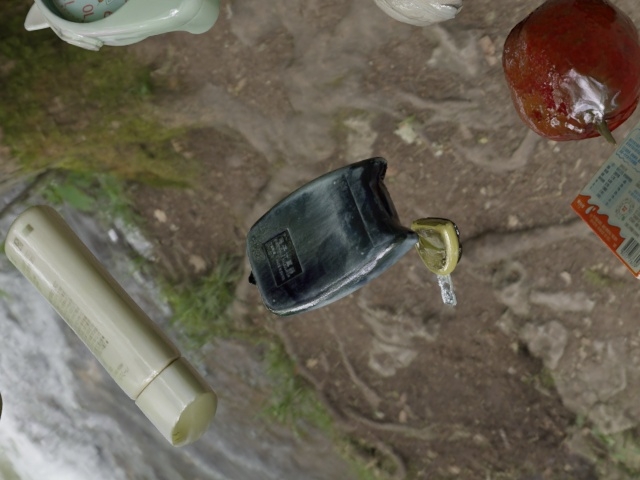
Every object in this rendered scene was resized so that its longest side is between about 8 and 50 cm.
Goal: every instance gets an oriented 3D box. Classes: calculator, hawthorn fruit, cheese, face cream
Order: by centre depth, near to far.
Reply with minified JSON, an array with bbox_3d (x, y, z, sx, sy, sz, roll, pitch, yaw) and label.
[{"bbox_3d":[-0.263,0.115,0.997,0.348,0.081,0.173,47,155,4],"label":"face cream"},{"bbox_3d":[0.340,-0.212,1.032,0.189,0.251,0.189,0,146,0],"label":"hawthorn fruit"},{"bbox_3d":[0.000,0.000,1.102,0.268,0.040,0.177,-32,66,25],"label":"calculator"},{"bbox_3d":[0.205,0.038,1.321,0.086,0.036,0.162,5,122,41],"label":"cheese"}]

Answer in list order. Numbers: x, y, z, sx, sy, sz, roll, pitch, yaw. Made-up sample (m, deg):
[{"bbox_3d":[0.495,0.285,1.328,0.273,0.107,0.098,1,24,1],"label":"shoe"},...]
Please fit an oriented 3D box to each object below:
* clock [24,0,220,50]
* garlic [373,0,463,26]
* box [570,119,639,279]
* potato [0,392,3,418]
[{"bbox_3d":[-0.321,-0.425,1.194,0.324,0.108,0.265,-9,86,19],"label":"clock"},{"bbox_3d":[0.216,-0.592,1.544,0.322,0.241,0.322,-8,80,51],"label":"garlic"},{"bbox_3d":[0.585,-0.096,1.349,0.048,0.273,0.265,26,113,-20],"label":"box"},{"bbox_3d":[-0.698,0.344,1.457,0.197,0.228,0.148,-13,128,35],"label":"potato"}]
